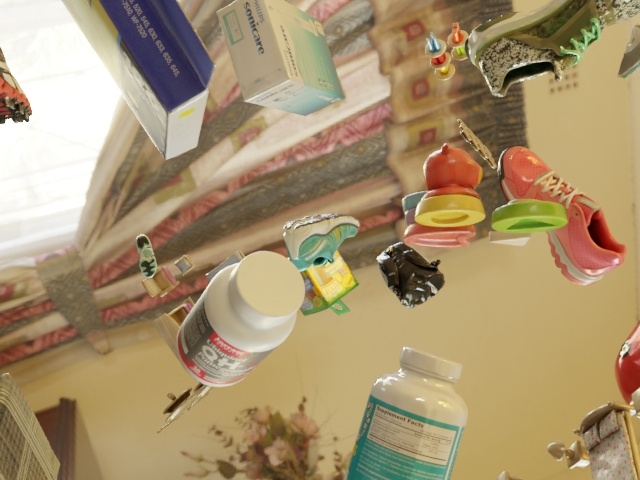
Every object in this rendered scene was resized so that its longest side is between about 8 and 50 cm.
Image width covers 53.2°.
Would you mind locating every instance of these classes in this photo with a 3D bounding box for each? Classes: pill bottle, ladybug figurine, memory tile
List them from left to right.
[{"bbox_3d":[-0.152,0.149,1.220,0.318,0.176,0.176,-49,-122,49],"label":"pill bottle"},{"bbox_3d":[0.127,0.294,0.932,0.146,0.146,0.263,180,-71,-72],"label":"pill bottle"},{"bbox_3d":[0.423,-0.262,1.733,0.148,0.012,0.113,41,26,-23],"label":"memory tile"},{"bbox_3d":[0.806,0.235,1.432,0.162,0.449,0.305,32,-37,40],"label":"ladybug figurine"}]

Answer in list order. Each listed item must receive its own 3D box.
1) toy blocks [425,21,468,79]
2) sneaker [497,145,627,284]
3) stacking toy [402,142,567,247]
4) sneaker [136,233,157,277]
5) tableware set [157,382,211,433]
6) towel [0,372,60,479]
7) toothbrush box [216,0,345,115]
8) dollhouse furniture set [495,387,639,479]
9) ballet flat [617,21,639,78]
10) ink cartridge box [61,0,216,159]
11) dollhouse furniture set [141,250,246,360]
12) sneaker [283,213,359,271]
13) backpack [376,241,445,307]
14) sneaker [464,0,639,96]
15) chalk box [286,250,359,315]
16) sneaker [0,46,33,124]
[{"bbox_3d":[0.316,-0.488,1.591,0.054,0.123,0.148,39,-2,32],"label":"toy blocks"},{"bbox_3d":[0.473,-0.068,1.227,0.313,0.116,0.136,55,-23,7],"label":"sneaker"},{"bbox_3d":[0.300,-0.078,1.223,0.309,0.280,0.130,105,-14,-78],"label":"stacking toy"},{"bbox_3d":[-0.390,0.032,1.438,0.069,0.038,0.098,-156,-121,-75],"label":"sneaker"},{"bbox_3d":[-0.270,0.318,1.352,0.039,0.194,0.128,45,-65,8],"label":"tableware set"},{"bbox_3d":[-0.615,0.481,1.276,0.312,0.056,0.324,-110,-170,-54],"label":"towel"},{"bbox_3d":[-0.082,-0.423,1.477,0.296,0.126,0.216,-11,82,-65],"label":"toothbrush box"},{"bbox_3d":[0.488,0.468,1.200,0.303,0.174,0.355,-78,-174,-46],"label":"dollhouse furniture set"},{"bbox_3d":[0.603,-0.381,1.141,0.068,0.072,0.213,45,-38,2],"label":"ballet flat"},{"bbox_3d":[-0.249,-0.275,0.806,0.303,0.072,0.307,59,-15,0],"label":"ink cartridge box"},{"bbox_3d":[-0.307,0.140,1.790,0.286,0.303,0.198,55,10,-2],"label":"dollhouse furniture set"},{"bbox_3d":[0.000,0.000,1.388,0.107,0.275,0.109,0,-81,28],"label":"sneaker"},{"bbox_3d":[0.228,0.091,1.701,0.182,0.152,0.115,49,-17,50],"label":"backpack"},{"bbox_3d":[0.530,-0.425,1.382,0.158,0.411,0.181,28,48,-54],"label":"sneaker"},{"bbox_3d":[0.000,0.116,1.729,0.213,0.132,0.132,58,-36,-2],"label":"chalk box"},{"bbox_3d":[-0.586,-0.296,1.114,0.276,0.098,0.135,83,-2,-78],"label":"sneaker"}]
